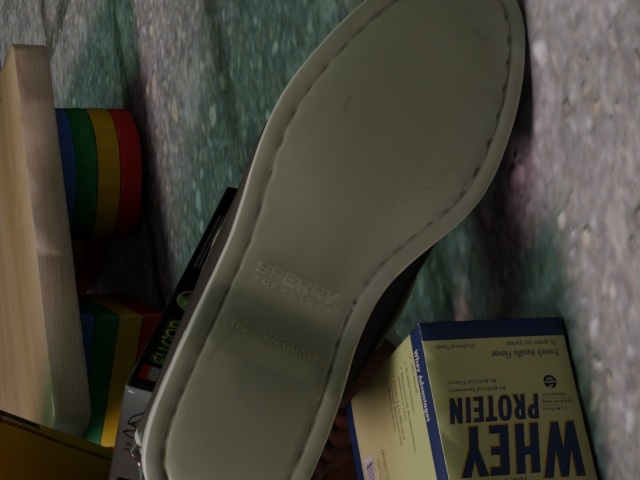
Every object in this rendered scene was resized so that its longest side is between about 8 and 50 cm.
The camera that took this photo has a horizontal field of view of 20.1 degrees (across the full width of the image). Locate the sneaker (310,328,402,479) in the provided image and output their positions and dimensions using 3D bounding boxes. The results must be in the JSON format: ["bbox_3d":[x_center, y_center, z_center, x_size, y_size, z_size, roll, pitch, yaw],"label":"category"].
[{"bbox_3d":[-0.025,0.143,0.794,0.123,0.106,0.290,-128,39,-55],"label":"sneaker"}]

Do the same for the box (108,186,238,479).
[{"bbox_3d":[-0.057,0.068,0.840,0.207,0.036,0.114,-70,-6,-64],"label":"box"}]

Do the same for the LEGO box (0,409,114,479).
[{"bbox_3d":[-0.154,0.344,0.797,0.372,0.193,0.500,41,-141,-66],"label":"LEGO box"}]

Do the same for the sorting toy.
[{"bbox_3d":[-0.174,0.040,1.222,0.255,0.089,0.257,126,138,-59],"label":"sorting toy"}]

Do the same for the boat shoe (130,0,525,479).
[{"bbox_3d":[0.000,0.000,0.664,0.228,0.081,0.068,-61,6,-9],"label":"boat shoe"}]

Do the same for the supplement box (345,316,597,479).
[{"bbox_3d":[0.053,0.081,0.646,0.083,0.056,0.083,125,139,-59],"label":"supplement box"}]
